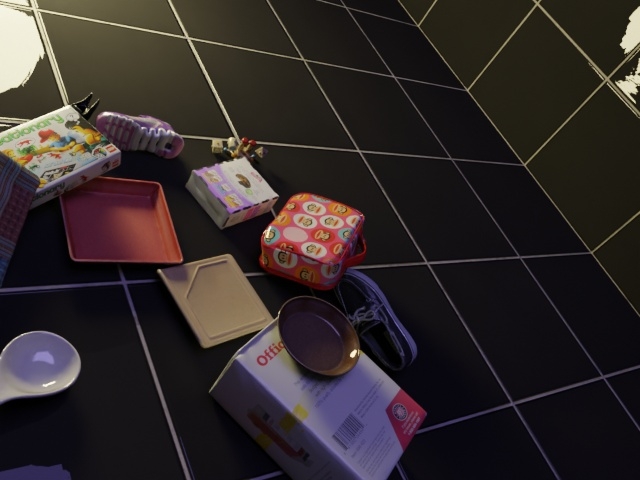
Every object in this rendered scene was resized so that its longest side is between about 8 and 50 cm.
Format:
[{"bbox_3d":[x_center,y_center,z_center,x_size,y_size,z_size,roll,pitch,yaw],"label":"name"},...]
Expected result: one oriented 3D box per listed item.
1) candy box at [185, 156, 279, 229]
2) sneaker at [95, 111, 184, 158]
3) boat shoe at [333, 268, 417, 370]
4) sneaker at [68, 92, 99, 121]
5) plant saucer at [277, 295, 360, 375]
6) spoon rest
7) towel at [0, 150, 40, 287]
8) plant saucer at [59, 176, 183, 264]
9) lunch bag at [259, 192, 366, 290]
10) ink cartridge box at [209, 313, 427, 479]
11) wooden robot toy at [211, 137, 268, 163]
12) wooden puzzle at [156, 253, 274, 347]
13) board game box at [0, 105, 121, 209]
[{"bbox_3d":[-0.239,-0.133,1.813,0.165,0.070,0.196,49,40,15],"label":"candy box"},{"bbox_3d":[-0.488,-0.297,1.778,0.236,0.095,0.104,12,38,-36],"label":"sneaker"},{"bbox_3d":[0.124,0.206,1.716,0.306,0.113,0.105,57,27,10],"label":"boat shoe"},{"bbox_3d":[-0.631,-0.307,1.669,0.051,0.089,0.170,39,38,2],"label":"sneaker"},{"bbox_3d":[-0.009,0.208,1.409,0.199,0.036,0.198,20,41,-19],"label":"plant saucer"},{"bbox_3d":[-0.542,0.258,1.169,0.137,0.084,0.276,39,39,2],"label":"spoon rest"},{"bbox_3d":[-0.700,-0.096,1.217,0.370,0.040,0.271,43,50,-52],"label":"towel"},{"bbox_3d":[-0.476,-0.039,1.551,0.259,0.047,0.259,3,49,-36],"label":"plant saucer"},{"bbox_3d":[0.000,0.000,1.760,0.258,0.120,0.293,18,37,14],"label":"lunch bag"},{"bbox_3d":[-0.002,0.351,1.430,0.385,0.160,0.279,44,38,8],"label":"ink cartridge box"},{"bbox_3d":[-0.231,-0.250,1.943,0.173,0.076,0.079,10,56,-30],"label":"wooden robot toy"},{"bbox_3d":[-0.245,0.140,1.559,0.239,0.044,0.221,-10,57,-49],"label":"wooden puzzle"},{"bbox_3d":[-0.638,-0.183,1.505,0.193,0.053,0.305,40,50,14],"label":"board game box"}]
